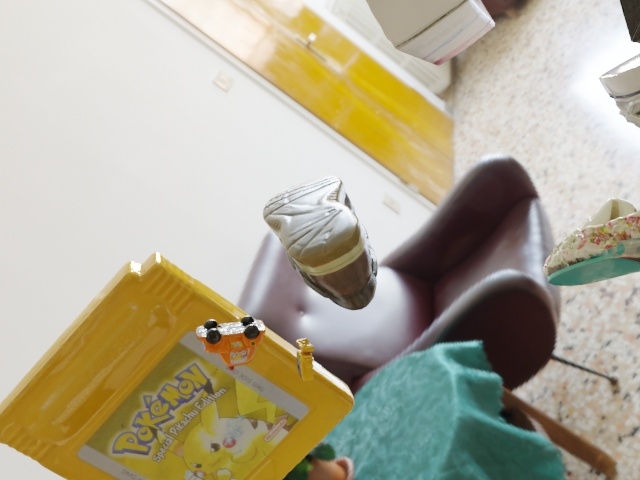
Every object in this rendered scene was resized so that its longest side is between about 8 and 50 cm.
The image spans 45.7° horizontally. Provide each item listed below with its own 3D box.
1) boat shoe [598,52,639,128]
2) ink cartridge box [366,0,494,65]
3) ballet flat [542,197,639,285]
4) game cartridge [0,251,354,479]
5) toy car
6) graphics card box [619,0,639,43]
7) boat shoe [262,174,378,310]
[{"bbox_3d":[0.361,-0.160,0.821,0.096,0.088,0.267,-27,0,19],"label":"boat shoe"},{"bbox_3d":[0.146,-0.404,1.173,0.131,0.226,0.306,-31,-2,19],"label":"ink cartridge box"},{"bbox_3d":[0.310,-0.011,0.727,0.241,0.091,0.077,-25,58,59],"label":"ballet flat"},{"bbox_3d":[-0.167,0.200,0.891,0.285,0.323,0.053,-47,26,10],"label":"game cartridge"},{"bbox_3d":[-0.054,0.092,0.599,0.122,0.060,0.041,16,111,59],"label":"toy car"},{"bbox_3d":[0.537,-0.372,1.031,0.094,0.371,0.233,-26,70,55],"label":"graphics card box"},{"bbox_3d":[0.001,0.000,0.667,0.080,0.073,0.223,-23,18,-1],"label":"boat shoe"}]
